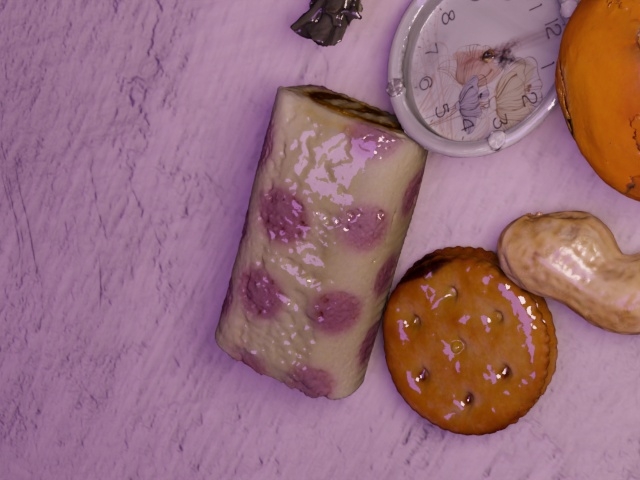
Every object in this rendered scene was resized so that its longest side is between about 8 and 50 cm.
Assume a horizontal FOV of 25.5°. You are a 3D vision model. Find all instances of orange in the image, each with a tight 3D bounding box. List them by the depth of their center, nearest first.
[{"bbox_3d":[0.341,-0.153,1.340,0.246,0.246,0.246,8,106,31],"label":"orange"}]

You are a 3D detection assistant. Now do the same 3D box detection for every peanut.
[{"bbox_3d":[0.295,0.035,1.499,0.229,0.098,0.103,25,133,22],"label":"peanut"}]

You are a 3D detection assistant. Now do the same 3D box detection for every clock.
[{"bbox_3d":[0.179,-0.196,1.515,0.236,0.053,0.236,-12,69,32],"label":"clock"}]

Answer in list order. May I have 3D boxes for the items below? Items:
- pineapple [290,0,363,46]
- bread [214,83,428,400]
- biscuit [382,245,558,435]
[{"bbox_3d":[0.027,-0.368,1.540,0.170,0.141,0.310,-131,44,-58],"label":"pineapple"},{"bbox_3d":[0.000,0.000,1.640,0.187,0.155,0.338,25,114,21],"label":"bread"},{"bbox_3d":[0.165,0.115,1.617,0.220,0.066,0.220,8,105,31],"label":"biscuit"}]
